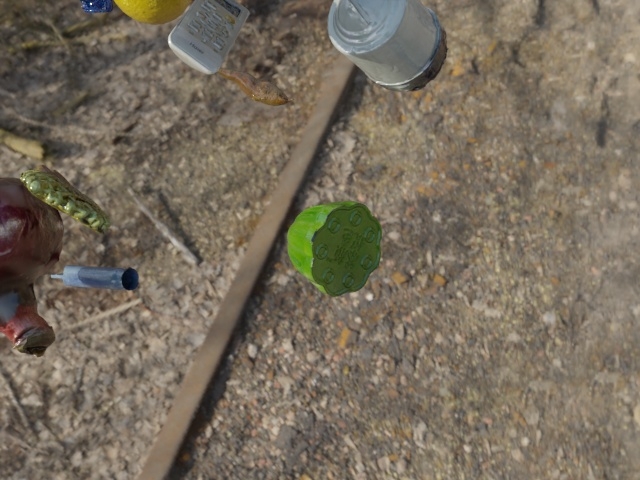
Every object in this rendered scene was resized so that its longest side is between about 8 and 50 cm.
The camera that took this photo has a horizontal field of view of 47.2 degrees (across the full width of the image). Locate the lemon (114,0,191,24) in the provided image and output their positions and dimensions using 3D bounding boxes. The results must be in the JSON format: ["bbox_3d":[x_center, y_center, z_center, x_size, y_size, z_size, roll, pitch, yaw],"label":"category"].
[{"bbox_3d":[-0.460,-0.705,1.956,0.228,0.253,0.229,-11,64,24],"label":"lemon"}]

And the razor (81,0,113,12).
[{"bbox_3d":[-0.492,-0.567,1.348,0.093,0.324,0.056,16,49,40],"label":"razor"}]

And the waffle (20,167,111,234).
[{"bbox_3d":[-0.526,-0.084,1.523,0.054,0.207,0.214,-54,31,-4],"label":"waffle"}]

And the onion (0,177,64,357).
[{"bbox_3d":[-0.753,0.082,1.663,0.398,0.398,0.421,-21,85,5],"label":"onion"}]

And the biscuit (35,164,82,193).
[{"bbox_3d":[-0.644,-0.117,1.834,0.039,0.180,0.236,-44,16,-3],"label":"biscuit"}]

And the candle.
[{"bbox_3d":[0.149,-0.499,1.723,0.221,0.342,0.222,-10,71,31],"label":"candle"}]

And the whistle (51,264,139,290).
[{"bbox_3d":[-0.603,0.096,1.946,0.304,0.062,0.062,1,51,37],"label":"whistle"}]

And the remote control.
[{"bbox_3d":[-0.227,-0.429,1.491,0.055,0.109,0.313,-45,20,33],"label":"remote control"}]

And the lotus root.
[{"bbox_3d":[0.000,0.000,1.401,0.186,0.186,0.186,-12,48,13],"label":"lotus root"}]

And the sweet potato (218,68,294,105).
[{"bbox_3d":[-0.182,-0.415,1.992,0.226,0.068,0.068,23,54,-8],"label":"sweet potato"}]
